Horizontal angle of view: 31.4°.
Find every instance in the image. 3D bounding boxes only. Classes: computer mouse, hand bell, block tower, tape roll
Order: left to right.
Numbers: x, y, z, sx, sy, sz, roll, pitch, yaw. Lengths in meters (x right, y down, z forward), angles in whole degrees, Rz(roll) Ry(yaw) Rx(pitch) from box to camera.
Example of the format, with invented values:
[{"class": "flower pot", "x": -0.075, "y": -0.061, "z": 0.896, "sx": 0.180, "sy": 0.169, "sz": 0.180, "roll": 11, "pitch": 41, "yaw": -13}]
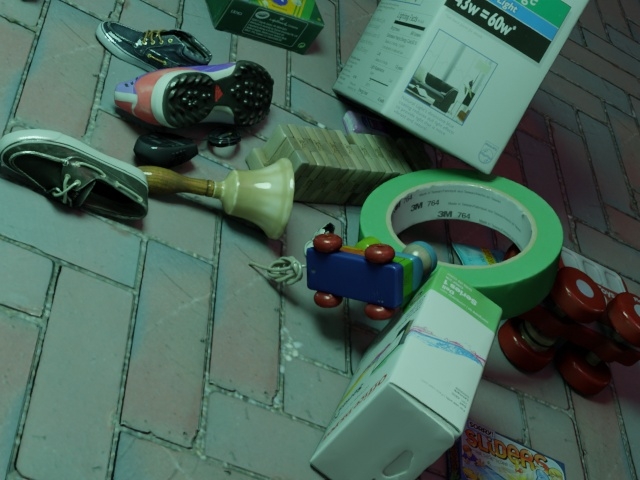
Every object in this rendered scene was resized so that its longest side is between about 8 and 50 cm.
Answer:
[{"class": "computer mouse", "x": -0.200, "y": -0.143, "z": 1.750, "sx": 0.071, "sy": 0.041, "sz": 0.242, "roll": 23, "pitch": 22, "yaw": 28}, {"class": "hand bell", "x": -0.172, "y": -0.077, "z": 1.667, "sx": 0.242, "sy": 0.126, "sz": 0.126, "roll": 7, "pitch": 46, "yaw": -21}, {"class": "block tower", "x": 0.044, "y": -0.121, "z": 1.894, "sx": 0.336, "sy": 0.097, "sz": 0.091, "roll": 0, "pitch": 51, "yaw": -41}, {"class": "tape roll", "x": 0.220, "y": 0.001, "z": 1.809, "sx": 0.321, "sy": 0.077, "sz": 0.321, "roll": 2, "pitch": 36, "yaw": -2}]

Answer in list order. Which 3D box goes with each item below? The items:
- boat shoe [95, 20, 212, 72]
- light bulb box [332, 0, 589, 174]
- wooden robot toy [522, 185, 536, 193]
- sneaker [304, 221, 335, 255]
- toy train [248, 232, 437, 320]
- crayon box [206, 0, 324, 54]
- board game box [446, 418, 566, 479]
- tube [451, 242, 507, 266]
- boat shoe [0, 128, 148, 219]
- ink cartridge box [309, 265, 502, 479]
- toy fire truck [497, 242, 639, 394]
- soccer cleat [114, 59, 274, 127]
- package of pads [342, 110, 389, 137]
[{"class": "boat shoe", "x": -0.265, "y": -0.317, "z": 1.830, "sx": 0.183, "sy": 0.083, "sz": 0.065, "roll": 30, "pitch": 37, "yaw": -14}, {"class": "light bulb box", "x": 0.233, "y": -0.348, "z": 1.974, "sx": 0.225, "sy": 0.361, "sz": 0.358, "roll": 27, "pitch": 7, "yaw": -18}, {"class": "wooden robot toy", "x": 0.393, "y": -0.016, "z": 2.140, "sx": 0.079, "sy": 0.076, "sz": 0.173, "roll": -26, "pitch": 78, "yaw": -6}, {"class": "sneaker", "x": 0.000, "y": 0.000, "z": 1.773, "sx": 0.032, "sy": 0.037, "sz": 0.083, "roll": 35, "pitch": 37, "yaw": -10}, {"class": "toy train", "x": 0.036, "y": 0.029, "z": 1.655, "sx": 0.248, "sy": 0.105, "sz": 0.143, "roll": 11, "pitch": 21, "yaw": 33}, {"class": "crayon box", "x": -0.134, "y": -0.512, "z": 2.158, "sx": 0.203, "sy": 0.083, "sz": 0.322, "roll": 10, "pitch": 45, "yaw": -36}, {"class": "board game box", "x": 0.273, "y": 0.349, "z": 1.649, "sx": 0.201, "sy": 0.035, "sz": 0.136, "roll": 26, "pitch": 38, "yaw": -19}, {"class": "tube", "x": 0.329, "y": 0.047, "z": 2.019, "sx": 0.207, "sy": 0.052, "sz": 0.080, "roll": 9, "pitch": 35, "yaw": -28}, {"class": "boat shoe", "x": -0.328, "y": -0.085, "z": 1.531, "sx": 0.219, "sy": 0.078, "sz": 0.070, "roll": 17, "pitch": 40, "yaw": -31}, {"class": "ink cartridge box", "x": 0.120, "y": 0.196, "z": 1.531, "sx": 0.117, "sy": 0.201, "sz": 0.278, "roll": 37, "pitch": 36, "yaw": -3}, {"class": "toy fire truck", "x": 0.422, "y": 0.100, "z": 1.942, "sx": 0.302, "sy": 0.169, "sz": 0.253, "roll": 24, "pitch": 35, "yaw": -23}, {"class": "soccer cleat", "x": -0.189, "y": -0.234, "z": 1.802, "sx": 0.116, "sy": 0.108, "sz": 0.318, "roll": 12, "pitch": 15, "yaw": 28}, {"class": "package of pads", "x": 0.083, "y": -0.202, "z": 2.068, "sx": 0.083, "sy": 0.032, "sz": 0.050, "roll": 13, "pitch": 44, "yaw": -33}]
